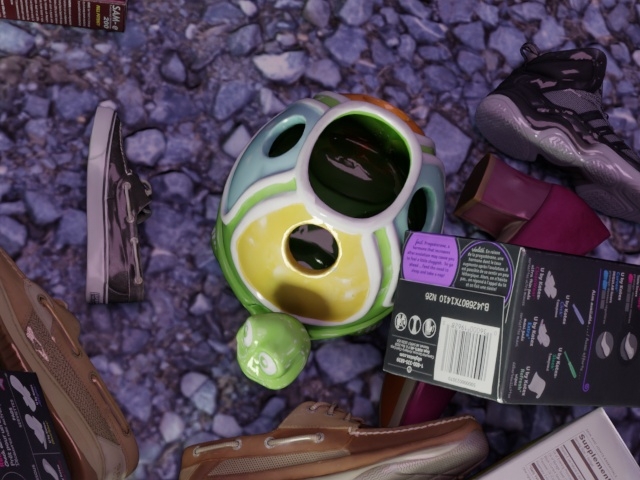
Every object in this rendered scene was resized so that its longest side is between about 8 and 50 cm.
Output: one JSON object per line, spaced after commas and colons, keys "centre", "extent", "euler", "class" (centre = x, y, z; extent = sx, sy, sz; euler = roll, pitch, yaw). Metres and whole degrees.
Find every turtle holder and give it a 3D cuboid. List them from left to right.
{"centre": [-0.007, -0.018, 1.215], "extent": [0.320, 0.227, 0.243], "euler": [-35, 81, -21], "class": "turtle holder"}

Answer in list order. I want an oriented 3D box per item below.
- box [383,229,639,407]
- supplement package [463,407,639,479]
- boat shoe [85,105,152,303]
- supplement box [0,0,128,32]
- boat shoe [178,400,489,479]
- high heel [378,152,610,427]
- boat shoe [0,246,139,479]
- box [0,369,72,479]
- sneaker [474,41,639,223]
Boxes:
{"centre": [0.219, 0.080, 1.148], "extent": [0.270, 0.165, 0.143], "euler": [8, 91, -38], "class": "box"}
{"centre": [0.189, 0.326, 1.145], "extent": [0.263, 0.199, 0.198], "euler": [-26, 77, -19], "class": "supplement package"}
{"centre": [-0.219, -0.038, 1.266], "extent": [0.070, 0.078, 0.219], "euler": [0, 78, -11], "class": "boat shoe"}
{"centre": [-0.338, -0.324, 1.342], "extent": [0.239, 0.073, 0.130], "euler": [5, 70, -9], "class": "supplement box"}
{"centre": [0.001, 0.213, 1.153], "extent": [0.324, 0.123, 0.116], "euler": [-15, 61, 7], "class": "boat shoe"}
{"centre": [0.198, 0.093, 1.280], "extent": [0.181, 0.127, 0.377], "euler": [28, 73, -9], "class": "high heel"}
{"centre": [-0.305, 0.108, 1.183], "extent": [0.110, 0.122, 0.341], "euler": [-19, 77, -57], "class": "boat shoe"}
{"centre": [-0.368, 0.232, 1.044], "extent": [0.247, 0.142, 0.163], "euler": [-25, 75, 12], "class": "box"}
{"centre": [0.330, -0.138, 1.393], "extent": [0.268, 0.101, 0.153], "euler": [30, 70, 3], "class": "sneaker"}
